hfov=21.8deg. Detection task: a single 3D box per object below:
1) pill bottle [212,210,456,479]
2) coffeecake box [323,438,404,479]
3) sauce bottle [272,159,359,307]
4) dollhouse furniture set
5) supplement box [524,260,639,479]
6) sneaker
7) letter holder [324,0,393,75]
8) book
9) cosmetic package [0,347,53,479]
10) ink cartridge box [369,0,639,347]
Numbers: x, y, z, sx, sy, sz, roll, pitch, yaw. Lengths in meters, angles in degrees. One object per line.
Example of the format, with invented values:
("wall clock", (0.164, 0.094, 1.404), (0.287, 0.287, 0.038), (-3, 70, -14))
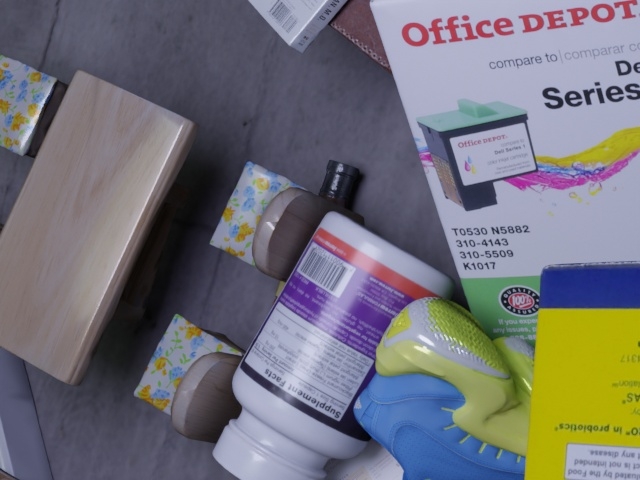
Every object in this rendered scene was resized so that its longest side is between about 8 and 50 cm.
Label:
("pill bottle", (0.005, 0.087, 1.172), (0.108, 0.108, 0.194), (31, 93, 32))
("coffeecake box", (0.061, 0.185, 1.217), (0.142, 0.068, 0.185), (-41, 61, 14))
("sauce bottle", (0.000, 0.000, 1.316), (0.042, 0.042, 0.128), (19, 88, 33))
("dollhouse furniture set", (-0.236, 0.062, 1.243), (0.362, 0.256, 0.394), (25, 91, 25))
("supplement box", (0.235, 0.200, 0.883), (0.195, 0.194, 0.357), (-2, 78, 42))
("sneaker", (0.128, 0.136, 1.131), (0.126, 0.240, 0.091), (-52, 14, 25))
("letter holder", (0.114, -0.274, 1.256), (0.214, 0.152, 0.302), (42, 100, 33))
("book", (0.003, -0.221, 1.204), (0.144, 0.035, 0.096), (-48, 56, 14))
("cosmetic package", (-0.299, 0.171, 1.438), (0.099, 0.060, 0.239), (-30, 64, 22))
("ink cartridge box", (0.175, -0.073, 1.095), (0.201, 0.278, 0.117), (-4, 31, 30))
